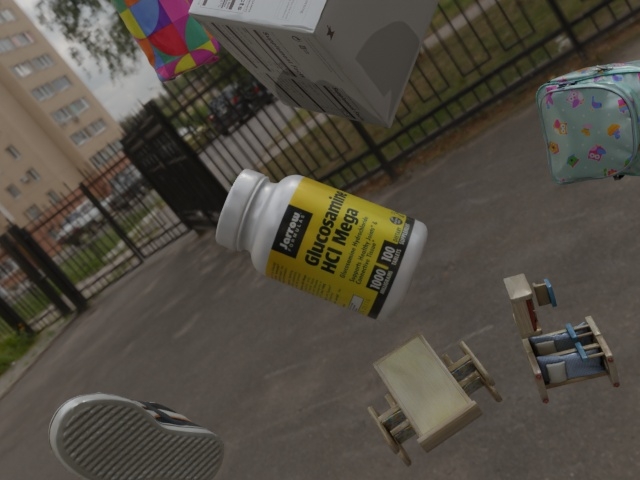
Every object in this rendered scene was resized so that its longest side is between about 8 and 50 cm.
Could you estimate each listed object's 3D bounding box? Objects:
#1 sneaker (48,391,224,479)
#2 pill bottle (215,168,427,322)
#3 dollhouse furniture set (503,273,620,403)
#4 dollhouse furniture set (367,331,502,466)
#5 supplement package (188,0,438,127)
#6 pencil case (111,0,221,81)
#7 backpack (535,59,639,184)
[{"bbox_3d":[-0.297,0.305,1.006,0.127,0.321,0.126,10,71,38],"label":"sneaker"},{"bbox_3d":[0.000,0.000,1.137,0.188,0.334,0.188,21,-90,-87],"label":"pill bottle"},{"bbox_3d":[0.406,0.154,1.110,0.129,0.184,0.129,-17,22,12],"label":"dollhouse furniture set"},{"bbox_3d":[0.204,0.293,1.124,0.212,0.242,0.161,-35,48,1],"label":"dollhouse furniture set"},{"bbox_3d":[0.024,-0.283,0.668,0.145,0.204,0.262,19,84,28],"label":"supplement package"},{"bbox_3d":[-0.223,-0.322,0.854,0.104,0.236,0.104,-24,24,11],"label":"pencil case"},{"bbox_3d":[0.407,-0.163,0.914,0.188,0.166,0.144,-5,14,36],"label":"backpack"}]
